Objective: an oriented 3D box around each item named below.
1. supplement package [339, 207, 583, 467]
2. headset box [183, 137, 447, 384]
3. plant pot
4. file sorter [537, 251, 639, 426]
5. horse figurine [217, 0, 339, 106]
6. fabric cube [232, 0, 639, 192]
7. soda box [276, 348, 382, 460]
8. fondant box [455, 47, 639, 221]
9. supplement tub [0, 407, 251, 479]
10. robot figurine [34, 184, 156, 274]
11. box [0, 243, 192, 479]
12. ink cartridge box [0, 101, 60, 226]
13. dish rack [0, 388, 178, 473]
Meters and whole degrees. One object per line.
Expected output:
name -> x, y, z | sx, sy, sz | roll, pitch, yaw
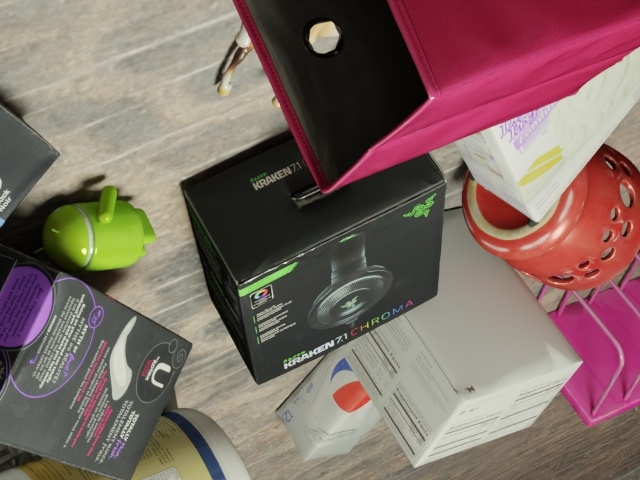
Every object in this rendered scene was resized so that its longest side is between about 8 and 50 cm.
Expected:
supplement package -> 0.153, 0.113, 1.690 | 0.204, 0.262, 0.145 | -13, 147, -35
headset box -> 0.000, 0.000, 1.477 | 0.246, 0.131, 0.283 | -26, 153, -12
plant pot -> 0.277, -0.044, 1.654 | 0.174, 0.191, 0.191 | 14, 127, -48
file sorter -> 0.502, 0.121, 2.149 | 0.290, 0.202, 0.182 | -18, 146, -26
horse figurine -> 0.016, -0.200, 1.254 | 0.263, 0.066, 0.174 | -16, 153, -28
fabric cube -> 0.096, -0.219, 1.029 | 0.258, 0.254, 0.259 | -22, 175, -21
soda box -> 0.065, 0.186, 1.904 | 0.098, 0.091, 0.286 | 3, 136, -48
fondant box -> 0.238, -0.182, 1.407 | 0.238, 0.096, 0.330 | -51, 154, -3
supplement tub -> -0.246, 0.338, 1.518 | 0.316, 0.228, 0.228 | -18, 149, -28
robot figurine -> -0.218, -0.004, 1.318 | 0.115, 0.067, 0.101 | -7, 151, -41
box -> -0.268, 0.116, 1.318 | 0.165, 0.143, 0.270 | -65, 152, -9
ink cartridge box -> -0.343, -0.080, 1.024 | 0.165, 0.065, 0.332 | -51, 152, -2
dish rack -> -0.309, 0.241, 1.617 | 0.285, 0.072, 0.333 | -26, 152, -16
